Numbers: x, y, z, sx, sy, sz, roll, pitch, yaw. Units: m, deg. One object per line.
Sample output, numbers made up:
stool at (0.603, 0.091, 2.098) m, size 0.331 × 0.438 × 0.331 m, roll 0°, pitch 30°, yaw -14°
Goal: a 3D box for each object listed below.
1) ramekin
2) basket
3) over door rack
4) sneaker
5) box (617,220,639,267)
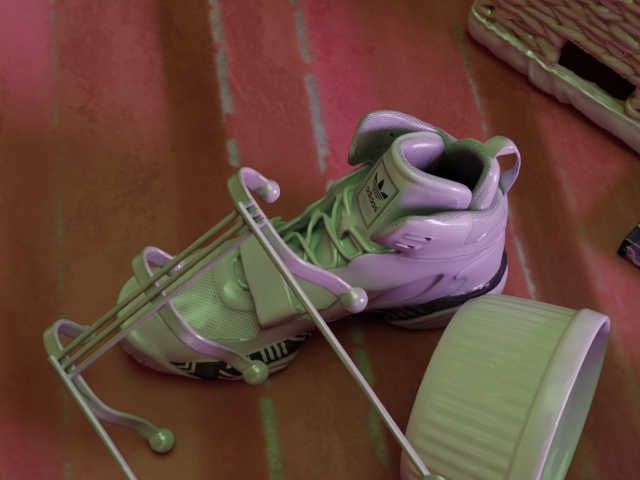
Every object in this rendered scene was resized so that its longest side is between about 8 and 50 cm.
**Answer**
ramekin at (0.145, 0.141, 0.938) m, size 0.109 × 0.207 × 0.207 m, roll 19°, pitch 56°, yaw 20°
basket at (0.385, -0.296, 1.215) m, size 0.328 × 0.266 × 0.331 m, roll 39°, pitch 63°, yaw 19°
over door rack at (-0.052, 0.142, 0.906) m, size 0.239 × 0.108 × 0.324 m, roll -38°, pitch 71°, yaw 22°
sneaker at (0.000, 0.000, 1.010) m, size 0.366 × 0.210 × 0.137 m, roll -10°, pitch 57°, yaw -12°
box at (0.389, 0.016, 1.143) m, size 0.162 × 0.029 × 0.116 m, roll 37°, pitch 61°, yaw 18°
